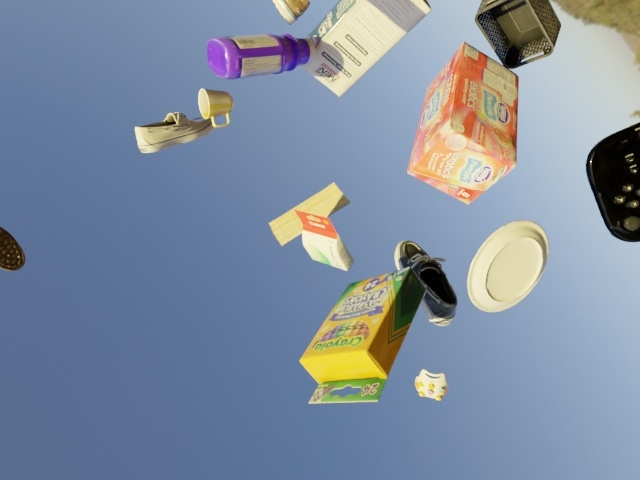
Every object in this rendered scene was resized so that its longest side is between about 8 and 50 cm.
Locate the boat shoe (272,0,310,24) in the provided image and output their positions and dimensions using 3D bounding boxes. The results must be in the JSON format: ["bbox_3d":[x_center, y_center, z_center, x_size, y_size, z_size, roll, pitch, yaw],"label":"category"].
[{"bbox_3d":[-0.087,-0.522,0.833,0.183,0.066,0.066,54,-164,-17],"label":"boat shoe"}]

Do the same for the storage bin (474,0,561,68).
[{"bbox_3d":[0.463,-0.510,1.000,0.180,0.122,0.084,38,-113,-30],"label":"storage bin"}]

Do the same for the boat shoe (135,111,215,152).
[{"bbox_3d":[-0.444,-0.351,1.315,0.268,0.088,0.096,-31,-141,-35],"label":"boat shoe"}]

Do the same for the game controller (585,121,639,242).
[{"bbox_3d":[0.542,-0.118,0.576,0.166,0.319,0.067,61,-161,-17],"label":"game controller"}]

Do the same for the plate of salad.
[{"bbox_3d":[0.368,0.050,0.847,0.200,0.199,0.048,21,-167,-30],"label":"plate of salad"}]

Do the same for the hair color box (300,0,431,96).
[{"bbox_3d":[0.112,-0.592,1.198,0.174,0.347,0.105,27,-138,-35],"label":"hair color box"}]

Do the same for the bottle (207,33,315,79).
[{"bbox_3d":[-0.141,-0.474,1.088,0.283,0.092,0.118,-24,-134,-36],"label":"bottle"}]

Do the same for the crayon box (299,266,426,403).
[{"bbox_3d":[0.091,0.206,0.958,0.083,0.203,0.323,53,-135,-15],"label":"crayon box"}]

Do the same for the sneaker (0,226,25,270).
[{"bbox_3d":[-0.712,-0.013,0.898,0.064,0.086,0.192,-52,-59,-28],"label":"sneaker"}]

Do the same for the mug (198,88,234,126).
[{"bbox_3d":[-0.228,-0.296,0.943,0.064,0.078,0.062,-15,-144,-32],"label":"mug"}]

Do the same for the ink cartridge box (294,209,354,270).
[{"bbox_3d":[0.000,0.000,1.484,0.056,0.181,0.224,-52,-48,-21],"label":"ink cartridge box"}]

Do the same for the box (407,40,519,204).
[{"bbox_3d":[0.303,-0.247,0.889,0.154,0.142,0.299,25,-125,-10],"label":"box"}]

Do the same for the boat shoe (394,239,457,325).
[{"bbox_3d":[0.298,0.090,1.212,0.113,0.104,0.306,-3,-137,-8],"label":"boat shoe"}]

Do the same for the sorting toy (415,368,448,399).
[{"bbox_3d":[0.279,0.354,1.069,0.083,0.075,0.045,7,-149,17],"label":"sorting toy"}]

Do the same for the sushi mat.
[{"bbox_3d":[-0.047,-0.106,1.665,0.151,0.317,0.019,53,174,42],"label":"sushi mat"}]
